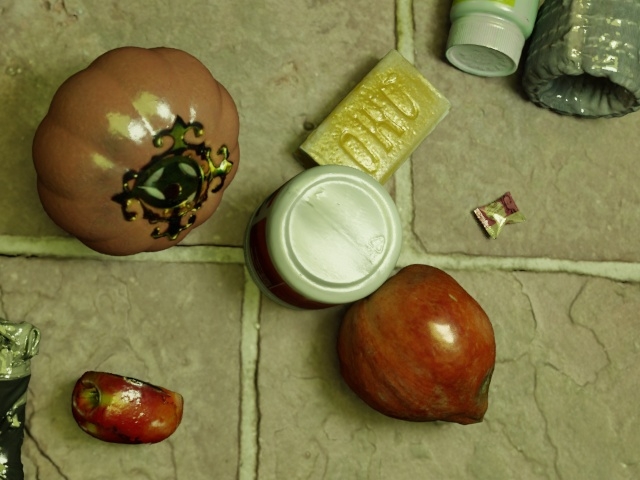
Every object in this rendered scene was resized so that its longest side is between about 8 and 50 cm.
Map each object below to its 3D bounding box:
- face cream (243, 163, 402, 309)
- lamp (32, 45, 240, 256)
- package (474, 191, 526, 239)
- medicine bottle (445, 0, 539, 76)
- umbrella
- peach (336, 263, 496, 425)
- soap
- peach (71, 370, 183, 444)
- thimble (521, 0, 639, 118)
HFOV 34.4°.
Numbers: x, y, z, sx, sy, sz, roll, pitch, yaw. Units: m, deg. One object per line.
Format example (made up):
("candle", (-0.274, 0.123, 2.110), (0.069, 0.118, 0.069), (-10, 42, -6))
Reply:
("face cream", (0.000, 0.000, 1.529), (0.201, 0.187, 0.200), (2, 82, -16))
("lamp", (-0.263, -0.130, 1.443), (0.305, 0.240, 0.305), (-27, 134, -32))
("package", (0.300, -0.043, 1.708), (0.083, 0.029, 0.059), (-28, 84, -28))
("medicine bottle", (0.289, -0.396, 1.694), (0.139, 0.139, 0.225), (18, 78, -13))
("umbrella", (-0.447, 0.280, 1.400), (0.106, 0.113, 0.357), (8, 80, -38))
("peach", (0.156, 0.171, 1.536), (0.232, 0.232, 0.256), (-30, 84, -18))
("soap", (0.083, -0.175, 1.638), (0.140, 0.073, 0.232), (43, 74, -3))
("peach", (-0.273, 0.245, 1.467), (0.172, 0.127, 0.092), (29, 65, -37))
("thimble", (0.436, -0.309, 1.678), (0.205, 0.236, 0.172), (7, 80, 18))
